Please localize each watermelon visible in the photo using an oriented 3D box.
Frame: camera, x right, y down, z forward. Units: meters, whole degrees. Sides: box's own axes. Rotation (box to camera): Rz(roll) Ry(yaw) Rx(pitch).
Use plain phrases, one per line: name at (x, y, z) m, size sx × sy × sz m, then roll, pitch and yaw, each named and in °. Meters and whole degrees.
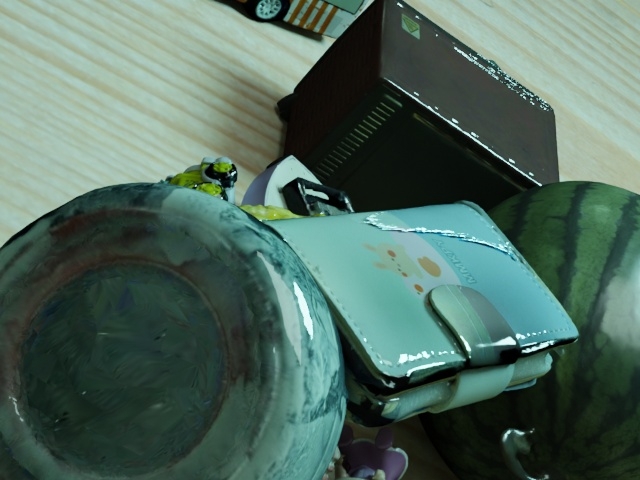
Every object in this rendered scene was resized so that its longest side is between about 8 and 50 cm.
watermelon at (0.219, 0.101, 1.428) m, size 0.279 × 0.279 × 0.359 m, roll 39°, pitch 37°, yaw -11°

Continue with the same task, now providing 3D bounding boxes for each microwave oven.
microwave oven at (0.100, -0.099, 1.619) m, size 0.247 × 0.178 × 0.188 m, roll 32°, pitch 32°, yaw -21°

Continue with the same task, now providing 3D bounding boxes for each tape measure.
tape measure at (-0.118, 0.100, 1.060) m, size 0.256 × 0.275 × 0.147 m, roll 50°, pitch 0°, yaw 17°

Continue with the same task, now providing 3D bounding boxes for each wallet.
wallet at (0.070, 0.046, 1.203) m, size 0.250 × 0.075 × 0.176 m, roll -6°, pitch 51°, yaw -48°

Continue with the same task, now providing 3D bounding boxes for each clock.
clock at (0.000, 0.000, 1.440) m, size 0.198 × 0.064 × 0.172 m, roll 17°, pitch 51°, yaw -60°

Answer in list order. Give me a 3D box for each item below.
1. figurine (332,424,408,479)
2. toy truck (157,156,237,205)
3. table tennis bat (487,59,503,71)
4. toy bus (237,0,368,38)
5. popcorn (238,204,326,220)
figurine at (0.024, 0.234, 1.234) m, size 0.156 × 0.095 × 0.115 m, roll -72°, pitch 153°, yaw -52°
toy truck at (-0.111, -0.028, 1.395) m, size 0.077 × 0.076 × 0.111 m, roll 5°, pitch 32°, yaw 8°
table tennis bat at (0.144, -0.198, 1.950) m, size 0.274 × 0.021 × 0.154 m, roll -13°, pitch 64°, yaw -53°
toy bus at (-0.121, -0.320, 1.703) m, size 0.409 × 0.092 × 0.093 m, roll 17°, pitch 38°, yaw -41°
popcorn at (-0.070, 0.063, 1.257) m, size 0.173 × 0.168 × 0.195 m, roll 34°, pitch 40°, yaw 24°
